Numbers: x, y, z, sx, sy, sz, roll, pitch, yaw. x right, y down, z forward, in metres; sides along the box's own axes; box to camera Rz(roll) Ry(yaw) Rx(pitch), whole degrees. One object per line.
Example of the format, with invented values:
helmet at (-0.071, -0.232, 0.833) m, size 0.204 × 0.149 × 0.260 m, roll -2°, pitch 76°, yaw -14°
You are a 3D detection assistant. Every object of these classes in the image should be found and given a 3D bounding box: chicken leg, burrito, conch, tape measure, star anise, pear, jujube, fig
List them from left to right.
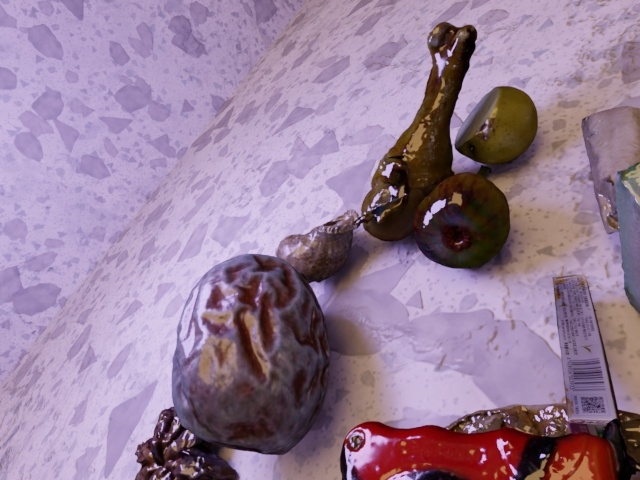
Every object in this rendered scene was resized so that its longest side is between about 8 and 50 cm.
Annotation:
star anise at (-0.256, 0.380, 0.709) m, size 0.223 × 0.109 × 0.235 m, roll -33°, pitch 38°, yaw 24°
jujube at (-0.102, 0.171, 0.634) m, size 0.215 × 0.247 × 0.307 m, roll -46°, pitch 45°, yaw 31°
conch at (0.000, 0.000, 0.796) m, size 0.207 × 0.130 × 0.155 m, roll -46°, pitch 27°, yaw 33°
chicken leg at (0.186, -0.162, 0.718) m, size 0.140 × 0.211 × 0.360 m, roll 26°, pitch 96°, yaw 12°
fig at (0.233, -0.060, 0.653) m, size 0.149 × 0.149 × 0.245 m, roll -18°, pitch 21°, yaw 34°
tape measure at (0.112, 0.267, 0.308) m, size 0.254 × 0.114 × 0.260 m, roll -14°, pitch 41°, yaw 36°
pear at (0.312, -0.190, 0.702) m, size 0.141 × 0.104 × 0.141 m, roll -56°, pitch 5°, yaw 7°
burrito at (0.410, -0.098, 0.546) m, size 0.087 × 0.060 × 0.225 m, roll -15°, pitch 44°, yaw 42°

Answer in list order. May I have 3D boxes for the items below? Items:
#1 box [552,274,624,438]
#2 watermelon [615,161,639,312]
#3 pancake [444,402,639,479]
box at (0.274, 0.117, 0.423) m, size 0.041 × 0.049 × 0.207 m, roll -14°, pitch 26°, yaw 32°
watermelon at (0.431, 0.035, 0.341) m, size 0.265 × 0.151 × 0.301 m, roll -19°, pitch 60°, yaw 28°
pancake at (0.192, 0.318, 0.336) m, size 0.383 × 0.071 × 0.382 m, roll -27°, pitch 35°, yaw 21°
